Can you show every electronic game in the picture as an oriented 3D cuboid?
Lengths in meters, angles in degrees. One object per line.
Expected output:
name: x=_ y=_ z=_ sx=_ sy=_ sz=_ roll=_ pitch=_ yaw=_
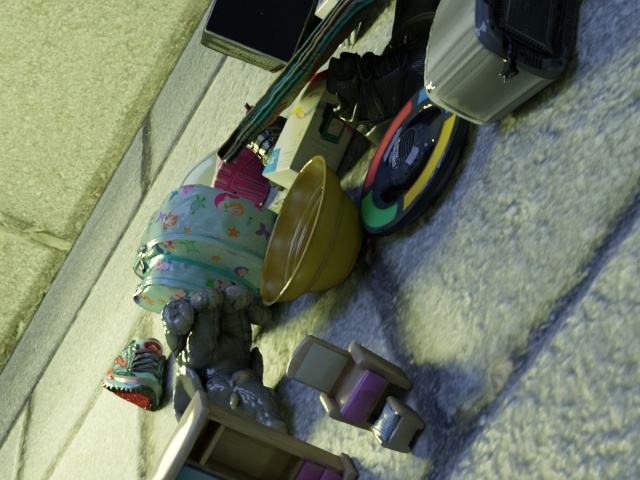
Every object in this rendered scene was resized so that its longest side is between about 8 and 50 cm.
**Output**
electronic game: x=0.119 y=-0.110 z=1.496 sx=0.229 sy=0.048 sz=0.229 roll=-52 pitch=23 yaw=32

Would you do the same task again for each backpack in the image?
backpack: x=-0.164 y=0.028 z=1.764 sx=0.253 sy=0.225 sz=0.191 roll=-46 pitch=25 yaw=56

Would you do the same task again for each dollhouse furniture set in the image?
dollhouse furniture set: x=-0.028 y=0.265 z=1.157 sx=0.286 sy=0.198 sz=0.303 roll=-60 pitch=20 yaw=9

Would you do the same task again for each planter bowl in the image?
planter bowl: x=0.000 y=0.000 z=1.582 sx=0.217 sy=0.090 sz=0.217 roll=-159 pitch=90 yaw=-75

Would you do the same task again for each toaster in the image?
toaster: x=0.203 y=-0.233 z=1.321 sx=0.146 sy=0.129 sz=0.226 roll=-43 pitch=29 yaw=54

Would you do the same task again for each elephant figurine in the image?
elephant figurine: x=-0.134 y=0.194 z=1.595 sx=0.186 sy=0.170 sz=0.239 roll=47 pitch=-153 yaw=-76

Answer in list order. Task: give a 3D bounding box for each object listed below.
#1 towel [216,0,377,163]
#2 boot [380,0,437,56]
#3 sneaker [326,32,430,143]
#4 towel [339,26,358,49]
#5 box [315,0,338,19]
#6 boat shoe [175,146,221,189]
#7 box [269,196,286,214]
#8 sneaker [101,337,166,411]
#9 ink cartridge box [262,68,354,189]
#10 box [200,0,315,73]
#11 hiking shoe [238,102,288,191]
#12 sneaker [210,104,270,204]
towel: x=0.006 y=-0.280 z=1.693 sx=0.370 sy=0.040 sz=0.271 roll=-46 pitch=3 yaw=35
boot: x=0.154 y=-0.348 z=1.704 sx=0.190 sy=0.076 sz=0.208 roll=-29 pitch=32 yaw=56
sneaker: x=0.092 y=-0.232 z=1.606 sx=0.227 sy=0.130 sz=0.087 roll=-40 pitch=31 yaw=45
towel: x=0.074 y=-0.500 z=2.007 sx=0.209 sy=0.034 sz=0.284 roll=93 pitch=-170 yaw=-63
box: x=0.065 y=-0.544 z=2.183 sx=0.067 sy=0.063 sz=0.323 roll=-40 pitch=30 yaw=54
boat shoe: x=-0.241 y=-0.056 z=2.283 sx=0.302 sy=0.114 sz=0.091 roll=-48 pitch=-18 yaw=7
box: x=-0.030 y=-0.037 z=1.781 sx=0.169 sy=0.054 sz=0.059 roll=-19 pitch=48 yaw=63
sneaker: x=-0.344 y=0.237 z=2.168 sx=0.125 sy=0.104 sz=0.262 roll=-64 pitch=19 yaw=-7
ink cartridge box: x=0.004 y=-0.195 z=1.861 sx=0.231 sy=0.078 sz=0.134 roll=-67 pitch=19 yaw=-11
box: x=-0.095 y=-0.522 z=2.274 sx=0.312 sy=0.179 sz=0.343 roll=-147 pitch=78 yaw=-82
hiking shoe: x=-0.097 y=-0.165 z=2.027 sx=0.086 sy=0.114 sz=0.227 roll=-56 pitch=20 yaw=21
sneaker: x=-0.145 y=-0.127 z=2.150 sx=0.111 sy=0.103 sz=0.252 roll=-44 pitch=20 yaw=54
